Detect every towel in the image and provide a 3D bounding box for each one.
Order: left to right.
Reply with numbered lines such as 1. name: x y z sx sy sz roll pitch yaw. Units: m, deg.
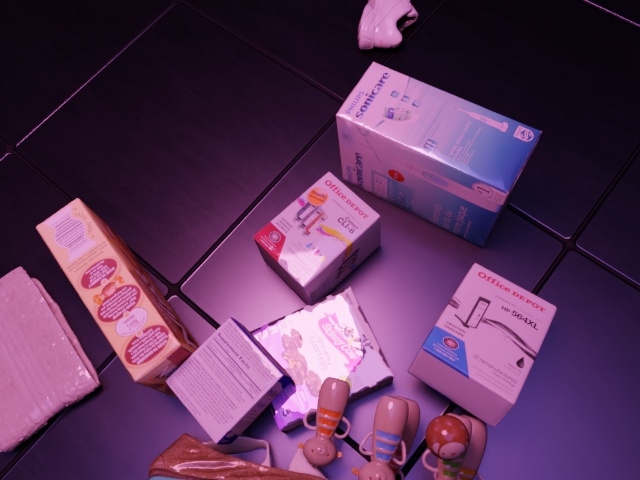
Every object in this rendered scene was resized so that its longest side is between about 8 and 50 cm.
1. towel: -0.526 0.197 0.981 0.187 0.049 0.282 -37 70 -8

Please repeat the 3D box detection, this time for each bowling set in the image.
1. bowling set: 0.115 0.297 0.762 0.287 0.200 0.154 16 80 -2

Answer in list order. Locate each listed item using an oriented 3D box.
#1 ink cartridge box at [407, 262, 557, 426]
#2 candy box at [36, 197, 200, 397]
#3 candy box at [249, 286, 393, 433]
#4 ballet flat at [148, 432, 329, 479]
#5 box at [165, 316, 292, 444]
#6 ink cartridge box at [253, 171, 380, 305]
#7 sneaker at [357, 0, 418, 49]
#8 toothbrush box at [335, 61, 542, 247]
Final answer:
1. ink cartridge box: 0.249 0.151 0.865 0.148 0.086 0.203 30 51 15
2. candy box: -0.316 0.097 0.927 0.087 0.183 0.316 -37 69 -9
3. candy box: -0.004 0.192 0.917 0.196 0.070 0.165 -24 67 -4
4. ballet flat: -0.084 0.360 0.842 0.342 0.116 0.124 9 36 13
5. box: -0.135 0.211 0.850 0.137 0.072 0.126 -45 68 -7
6. ink cartridge box: 0.000 0.000 0.967 0.176 0.127 0.128 -42 69 -13
7. sneaker: 0.152 -0.498 1.193 0.115 0.090 0.232 12 78 3
8. toothbrush box: 0.186 -0.140 0.960 0.295 0.216 0.126 29 73 15
